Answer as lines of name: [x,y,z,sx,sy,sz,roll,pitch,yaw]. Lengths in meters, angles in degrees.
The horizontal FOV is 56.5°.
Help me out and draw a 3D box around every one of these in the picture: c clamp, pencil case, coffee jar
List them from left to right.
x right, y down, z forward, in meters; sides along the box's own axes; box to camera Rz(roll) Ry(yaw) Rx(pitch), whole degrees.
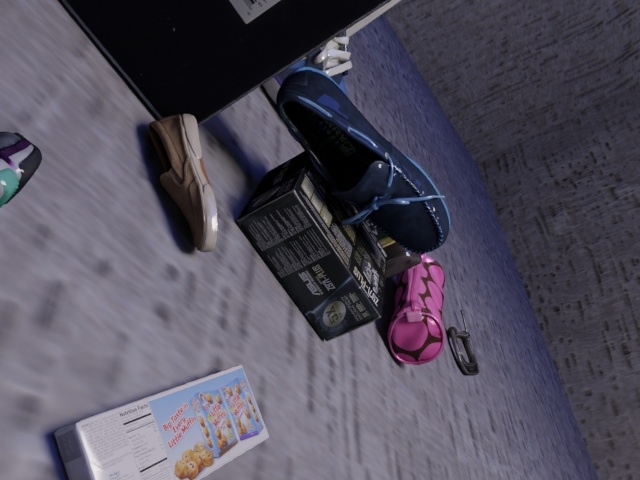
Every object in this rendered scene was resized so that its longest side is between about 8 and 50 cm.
coffee jar: [0.081,-0.032,0.903,0.079,0.096,0.184,12,54,-60]
pencil case: [0.150,0.097,0.924,0.209,0.095,0.098,-71,165,-64]
c clamp: [0.287,0.209,1.210,0.161,0.022,0.137,14,58,-65]

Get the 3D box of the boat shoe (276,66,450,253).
boat shoe: [0.039,-0.069,0.662,0.258,0.109,0.089,41,34,-10]

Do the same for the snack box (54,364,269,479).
snack box: [-0.096,0.133,0.408,0.178,0.022,0.064,1,64,-66]

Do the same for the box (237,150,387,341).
box: [0.000,0.000,0.705,0.180,0.078,0.147,55,23,-19]

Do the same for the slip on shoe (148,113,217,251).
slip on shoe: [-0.124,-0.052,0.537,0.041,0.051,0.135,-7,76,-26]

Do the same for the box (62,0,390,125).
box: [-0.038,-0.315,0.619,0.179,0.343,0.312,53,23,-24]

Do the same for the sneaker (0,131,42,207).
sneaker: [-0.209,-0.018,0.246,0.098,0.083,0.223,50,25,-19]

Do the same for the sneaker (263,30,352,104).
sneaker: [0.006,-0.326,0.844,0.322,0.236,0.130,58,39,-2]

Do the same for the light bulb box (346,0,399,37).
light bulb box: [0.009,-0.617,1.154,0.357,0.225,0.361,53,11,-24]
